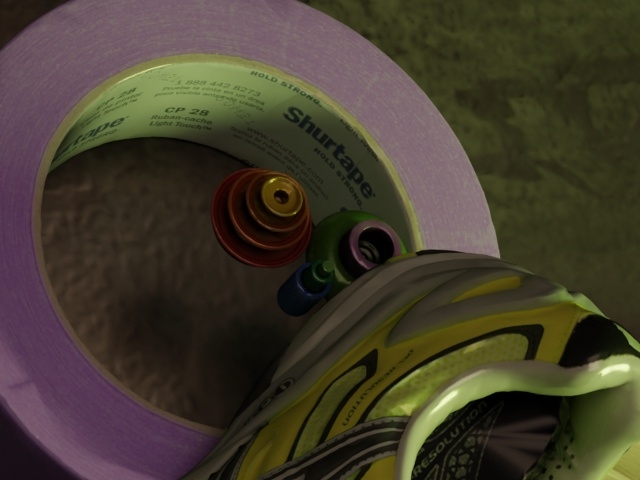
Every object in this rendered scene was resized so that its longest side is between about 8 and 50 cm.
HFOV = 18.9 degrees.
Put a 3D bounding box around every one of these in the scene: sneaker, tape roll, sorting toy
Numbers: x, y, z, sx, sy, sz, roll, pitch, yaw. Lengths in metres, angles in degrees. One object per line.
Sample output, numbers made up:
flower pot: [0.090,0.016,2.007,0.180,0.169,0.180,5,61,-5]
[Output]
sneaker: [-0.020,0.149,0.744,0.145,0.147,0.385,46,72,-20]
tape roll: [-0.055,0.016,0.909,0.275,0.090,0.275,9,66,-21]
sorting toy: [0.000,0.000,0.863,0.102,0.042,0.061,19,62,-16]

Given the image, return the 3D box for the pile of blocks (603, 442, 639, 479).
pile of blocks: [0.197,0.118,0.985,0.362,0.149,0.112,0,25,-34]
